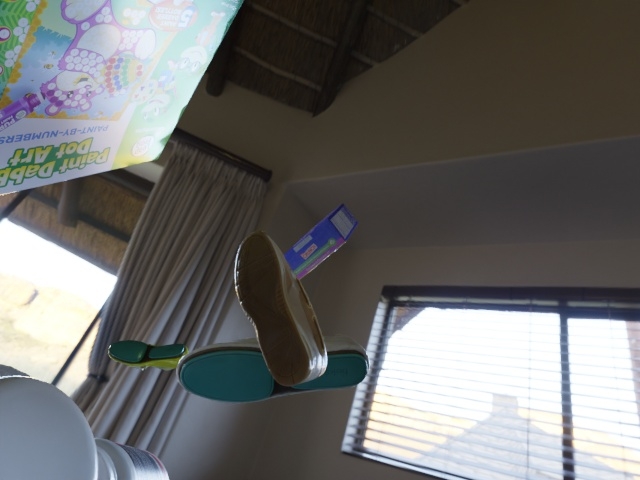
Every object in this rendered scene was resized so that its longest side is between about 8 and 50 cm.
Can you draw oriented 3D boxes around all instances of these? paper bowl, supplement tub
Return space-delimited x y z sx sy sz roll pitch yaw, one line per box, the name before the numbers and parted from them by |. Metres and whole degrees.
paper bowl | -0.375 0.274 0.452 0.148 0.284 0.284 -29 -44 -2
supplement tub | -0.402 0.466 0.717 0.191 0.191 0.272 13 -32 9

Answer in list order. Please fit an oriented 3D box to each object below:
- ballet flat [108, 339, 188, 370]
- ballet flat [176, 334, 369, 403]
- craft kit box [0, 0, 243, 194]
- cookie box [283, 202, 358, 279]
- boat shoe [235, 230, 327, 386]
ballet flat | -0.480 0.332 1.130 0.230 0.077 0.077 0 -55 6
ballet flat | -0.096 0.265 0.872 0.400 0.139 0.139 0 -32 -11
craft kit box | -0.192 -0.160 0.352 0.061 0.250 0.246 44 -63 -1
cookie box | 0.000 0.000 0.554 0.092 0.107 0.040 -39 -87 21
boat shoe | -0.041 0.068 0.422 0.063 0.170 0.059 -33 -29 21
